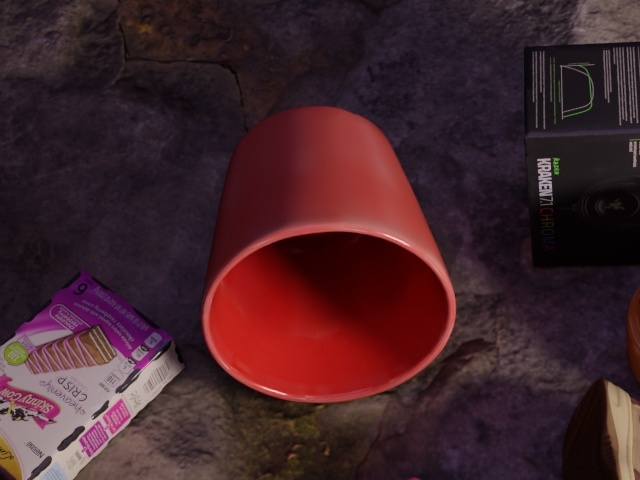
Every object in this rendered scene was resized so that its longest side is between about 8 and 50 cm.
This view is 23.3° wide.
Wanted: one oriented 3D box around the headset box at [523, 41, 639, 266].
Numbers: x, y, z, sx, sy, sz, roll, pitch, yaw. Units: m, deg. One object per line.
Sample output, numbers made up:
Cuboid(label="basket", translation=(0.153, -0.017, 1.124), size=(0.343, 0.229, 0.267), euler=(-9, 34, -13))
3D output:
Cuboid(label="headset box", translation=(0.366, -0.091, 1.690), size=(0.283, 0.246, 0.131), euler=(-1, 55, 9))

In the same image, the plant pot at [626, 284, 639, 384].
Cuboid(label="plant pot", translation=(0.416, 0.050, 1.593), size=(0.205, 0.188, 0.205), euler=(-7, 42, 6))

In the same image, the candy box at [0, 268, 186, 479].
Cuboid(label="candy box", translation=(-0.290, 0.164, 1.747), size=(0.159, 0.071, 0.233), euler=(34, 68, 28))

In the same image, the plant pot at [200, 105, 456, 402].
Cuboid(label="plant pot", translation=(0.000, 0.000, 1.702), size=(0.274, 0.275, 0.243), euler=(-10, 45, 4))

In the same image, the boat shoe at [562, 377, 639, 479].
Cuboid(label="boat shoe", translation=(0.304, 0.272, 1.490), size=(0.123, 0.123, 0.342), euler=(25, 30, -7))

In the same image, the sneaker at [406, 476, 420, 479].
Cuboid(label="sneaker", translation=(0.176, 0.324, 1.521), size=(0.313, 0.116, 0.136), euler=(21, 61, 23))
